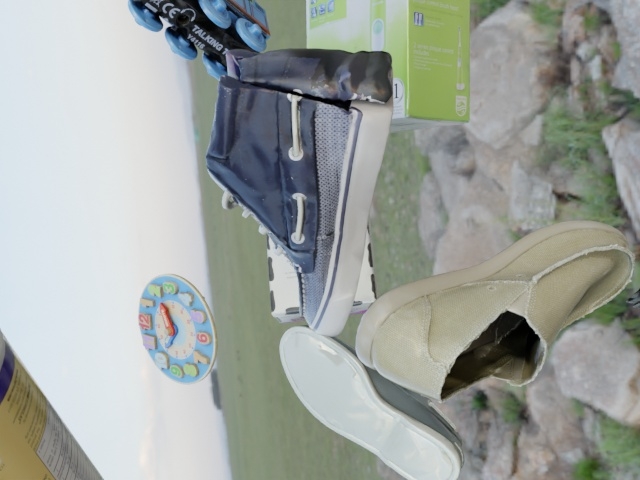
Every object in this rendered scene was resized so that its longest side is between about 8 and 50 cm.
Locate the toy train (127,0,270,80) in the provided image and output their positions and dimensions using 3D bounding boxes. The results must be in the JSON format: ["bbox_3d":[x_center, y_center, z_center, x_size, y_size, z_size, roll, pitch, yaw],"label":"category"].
[{"bbox_3d":[-0.130,-0.243,0.807,0.184,0.080,0.105,30,-146,-41],"label":"toy train"}]

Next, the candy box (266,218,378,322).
[{"bbox_3d":[0.000,0.000,1.178,0.071,0.159,0.234,62,-157,-70],"label":"candy box"}]

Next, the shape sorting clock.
[{"bbox_3d":[-0.263,0.162,1.391,0.206,0.040,0.206,12,108,41],"label":"shape sorting clock"}]

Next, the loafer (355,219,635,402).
[{"bbox_3d":[0.159,0.064,0.623,0.092,0.268,0.102,51,151,41],"label":"loafer"}]

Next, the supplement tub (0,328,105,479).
[{"bbox_3d":[-0.299,0.237,0.621,0.241,0.241,0.331,-112,1,-60],"label":"supplement tub"}]

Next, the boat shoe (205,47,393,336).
[{"bbox_3d":[-0.030,-0.041,0.760,0.127,0.158,0.341,-84,2,-49],"label":"boat shoe"}]

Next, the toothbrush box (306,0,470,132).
[{"bbox_3d":[0.087,-0.293,1.036,0.206,0.122,0.283,4,94,51],"label":"toothbrush box"}]

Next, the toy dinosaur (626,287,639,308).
[{"bbox_3d":[0.408,0.041,0.659,0.322,0.218,0.164,-58,-9,32],"label":"toy dinosaur"}]

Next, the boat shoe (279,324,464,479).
[{"bbox_3d":[0.077,0.234,1.137,0.116,0.319,0.099,-57,-12,23],"label":"boat shoe"}]
